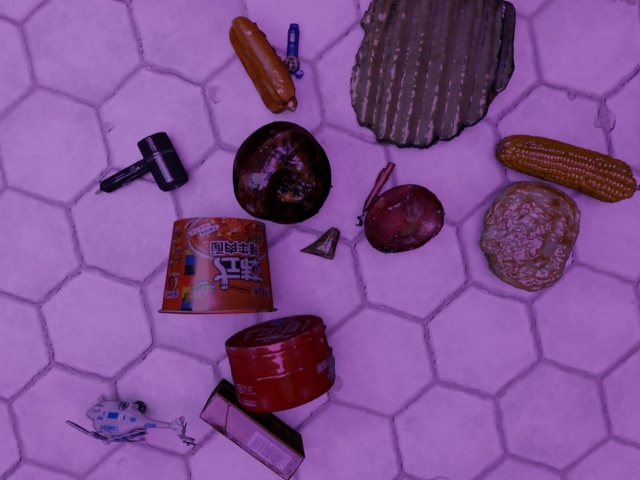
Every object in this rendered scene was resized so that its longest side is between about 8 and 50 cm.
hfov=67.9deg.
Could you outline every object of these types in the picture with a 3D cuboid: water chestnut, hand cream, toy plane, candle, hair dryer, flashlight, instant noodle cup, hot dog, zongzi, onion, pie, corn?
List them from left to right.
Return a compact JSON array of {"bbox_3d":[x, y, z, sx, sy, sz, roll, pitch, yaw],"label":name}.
[{"bbox_3d":[-0.422,0.406,1.075,0.273,0.182,0.107,-14,56,31],"label":"toy plane"},{"bbox_3d":[-0.422,-0.148,1.091,0.219,0.071,0.124,-23,93,8],"label":"hair dryer"},{"bbox_3d":[-0.215,0.058,1.022,0.251,0.250,0.191,0,84,0],"label":"instant noodle cup"},{"bbox_3d":[-0.120,-0.387,1.060,0.076,0.102,0.249,-28,85,-27],"label":"hot dog"},{"bbox_3d":[-0.086,0.262,1.034,0.231,0.230,0.149,-10,94,1],"label":"hand cream"},{"bbox_3d":[-0.077,-0.131,1.008,0.224,0.238,0.223,-21,129,-29],"label":"water chestnut"},{"bbox_3d":[-0.064,-0.433,1.083,0.058,0.035,0.121,5,94,3],"label":"flashlight"},{"bbox_3d":[0.000,0.000,1.115,0.084,0.040,0.075,14,87,17],"label":"zongzi"},{"bbox_3d":[0.124,-0.108,1.111,0.026,0.021,0.167,31,95,25],"label":"candle"},{"bbox_3d":[0.177,-0.059,1.059,0.184,0.184,0.147,-27,51,2],"label":"onion"},{"bbox_3d":[0.467,-0.015,1.084,0.201,0.090,0.247,20,93,10],"label":"pie"},{"bbox_3d":[0.549,-0.172,1.068,0.313,0.102,0.101,20,93,0],"label":"corn"}]

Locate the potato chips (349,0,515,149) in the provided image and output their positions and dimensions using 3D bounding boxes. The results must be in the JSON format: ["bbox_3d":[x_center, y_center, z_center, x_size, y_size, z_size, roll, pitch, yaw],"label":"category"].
[{"bbox_3d":[0.257,-0.411,1.073,0.359,0.070,0.428,11,92,2],"label":"potato chips"}]

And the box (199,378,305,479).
[{"bbox_3d":[-0.151,0.421,1.076,0.240,0.159,0.071,37,85,-1],"label":"box"}]
